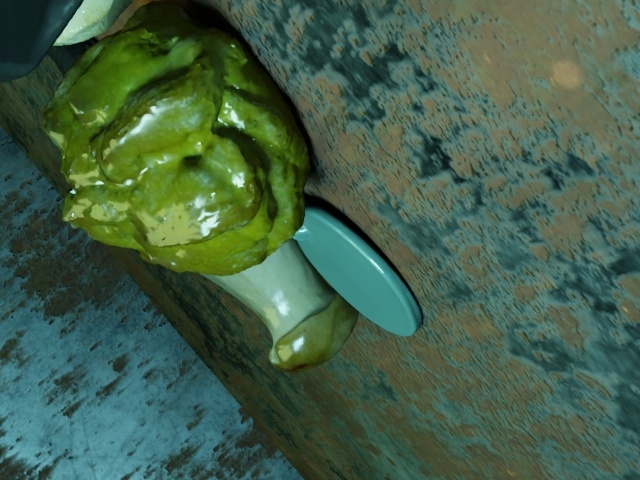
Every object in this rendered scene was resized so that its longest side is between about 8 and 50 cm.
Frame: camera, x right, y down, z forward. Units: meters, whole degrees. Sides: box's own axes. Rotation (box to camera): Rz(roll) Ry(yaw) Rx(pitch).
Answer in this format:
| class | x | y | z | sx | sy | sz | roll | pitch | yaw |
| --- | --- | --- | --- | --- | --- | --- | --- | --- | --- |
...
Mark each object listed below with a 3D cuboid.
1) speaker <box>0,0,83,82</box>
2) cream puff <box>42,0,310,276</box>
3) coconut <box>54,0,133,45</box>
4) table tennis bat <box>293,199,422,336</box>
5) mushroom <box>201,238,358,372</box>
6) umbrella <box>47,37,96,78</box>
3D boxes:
| class | x | y | z | sx | sy | sz | roll | pitch | yaw |
| --- | --- | --- | --- | --- | --- | --- | --- | --- | --- |
| speaker | -0.268 | -0.211 | 0.777 | 0.180 | 0.184 | 0.388 | 45 | -158 | 14 |
| cream puff | -0.122 | -0.078 | 1.120 | 0.244 | 0.196 | 0.244 | 15 | 128 | 20 |
| coconut | -0.217 | -0.238 | 1.119 | 0.116 | 0.116 | 0.122 | 32 | 157 | 52 |
| table tennis bat | 0.000 | 0.000 | 1.236 | 0.244 | 0.040 | 0.153 | 43 | 164 | 10 |
| mushroom | -0.102 | -0.016 | 1.333 | 0.350 | 0.128 | 0.128 | 48 | 167 | -2 |
| umbrella | -0.229 | -0.165 | 1.476 | 0.236 | 0.059 | 0.066 | 42 | -178 | 35 |
